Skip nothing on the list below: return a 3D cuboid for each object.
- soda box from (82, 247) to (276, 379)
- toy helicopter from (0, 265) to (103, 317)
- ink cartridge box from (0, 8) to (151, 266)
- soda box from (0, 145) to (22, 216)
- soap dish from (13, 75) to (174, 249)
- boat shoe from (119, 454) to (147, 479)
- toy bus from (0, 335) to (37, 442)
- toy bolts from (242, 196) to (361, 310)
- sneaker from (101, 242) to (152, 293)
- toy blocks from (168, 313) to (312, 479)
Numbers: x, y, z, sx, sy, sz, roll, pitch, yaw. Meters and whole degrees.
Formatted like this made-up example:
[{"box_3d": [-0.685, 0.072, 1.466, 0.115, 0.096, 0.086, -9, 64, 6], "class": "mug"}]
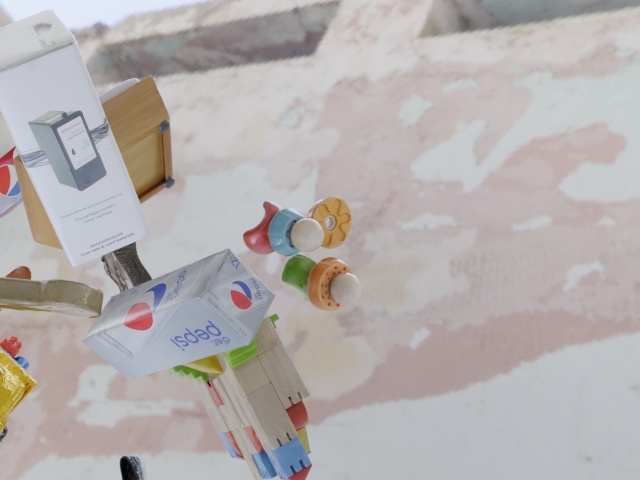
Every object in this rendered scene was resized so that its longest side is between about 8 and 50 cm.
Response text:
[{"box_3d": [-0.198, 0.106, 1.417, 0.286, 0.098, 0.091, -20, -148, 44], "class": "soda box"}, {"box_3d": [-0.453, 0.074, 1.388, 0.355, 0.235, 0.140, 5, -108, 11], "class": "toy helicopter"}, {"box_3d": [-0.332, -0.135, 1.334, 0.115, 0.273, 0.198, -24, -150, -13], "class": "ink cartridge box"}, {"box_3d": [-0.515, -0.140, 1.877, 0.263, 0.083, 0.092, -35, -171, 14], "class": "soda box"}, {"box_3d": [-0.384, -0.128, 1.825, 0.118, 0.229, 0.291, 39, -121, 21], "class": "soap dish"}, {"box_3d": [-0.333, 0.453, 1.876, 0.049, 0.040, 0.142, -33, -122, 22], "class": "boat shoe"}, {"box_3d": [-0.520, 0.239, 1.537, 0.220, 0.149, 0.211, -43, -172, 35], "class": "toy bus"}, {"box_3d": [0.000, 0.000, 1.921, 0.158, 0.228, 0.218, 11, -111, 49], "class": "toy bolts"}, {"box_3d": [-0.342, 0.027, 1.738, 0.071, 0.188, 0.066, -3, -155, 34], "class": "sneaker"}, {"box_3d": [-0.108, 0.287, 1.772, 0.191, 0.261, 0.381, -26, 177, -22], "class": "toy blocks"}]
